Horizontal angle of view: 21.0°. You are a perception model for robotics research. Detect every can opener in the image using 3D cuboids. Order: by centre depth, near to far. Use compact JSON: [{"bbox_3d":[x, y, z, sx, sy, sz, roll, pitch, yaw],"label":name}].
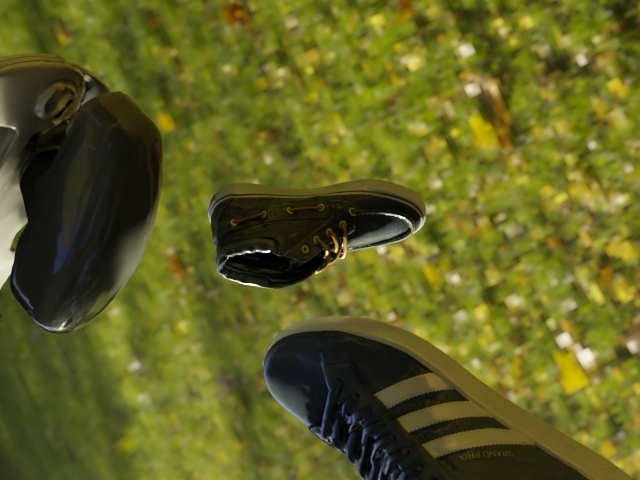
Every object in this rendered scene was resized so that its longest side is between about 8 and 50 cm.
[{"bbox_3d":[-0.160,0.051,0.718,0.095,0.076,0.283,43,110,33],"label":"can opener"}]

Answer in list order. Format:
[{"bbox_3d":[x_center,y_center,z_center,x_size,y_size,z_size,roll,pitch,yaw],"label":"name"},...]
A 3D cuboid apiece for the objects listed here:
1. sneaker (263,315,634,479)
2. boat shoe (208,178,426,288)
[{"bbox_3d":[0.078,0.182,1.356,0.350,0.148,0.131,25,133,24],"label":"sneaker"},{"bbox_3d":[0.000,0.000,1.425,0.083,0.183,0.065,-97,9,-46],"label":"boat shoe"}]
